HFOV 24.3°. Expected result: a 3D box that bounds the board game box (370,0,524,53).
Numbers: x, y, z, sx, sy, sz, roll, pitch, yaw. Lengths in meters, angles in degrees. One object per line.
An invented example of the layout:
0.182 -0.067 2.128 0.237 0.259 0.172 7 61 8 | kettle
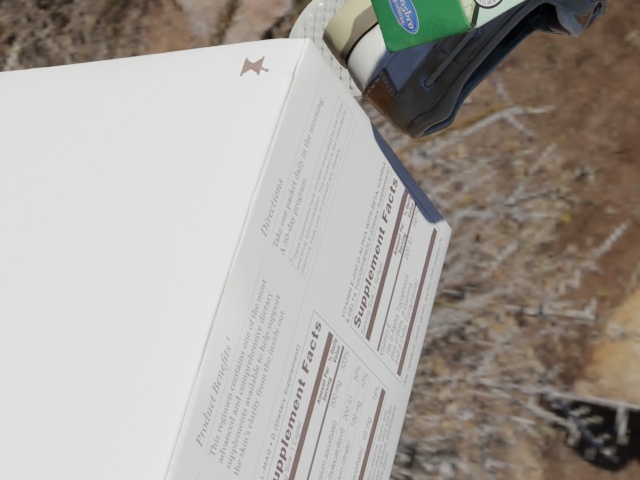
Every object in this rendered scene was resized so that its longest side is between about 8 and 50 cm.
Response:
0.099 -0.231 0.621 0.317 0.046 0.213 -34 108 -41 | board game box

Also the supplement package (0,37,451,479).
-0.090 0.070 0.606 0.145 0.204 0.262 50 48 -46 | supplement package

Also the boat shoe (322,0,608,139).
0.153 -0.185 1.015 0.302 0.113 0.103 -36 79 9 | boat shoe

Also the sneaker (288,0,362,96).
0.112 -0.209 1.253 0.282 0.161 0.102 -25 97 17 | sneaker
